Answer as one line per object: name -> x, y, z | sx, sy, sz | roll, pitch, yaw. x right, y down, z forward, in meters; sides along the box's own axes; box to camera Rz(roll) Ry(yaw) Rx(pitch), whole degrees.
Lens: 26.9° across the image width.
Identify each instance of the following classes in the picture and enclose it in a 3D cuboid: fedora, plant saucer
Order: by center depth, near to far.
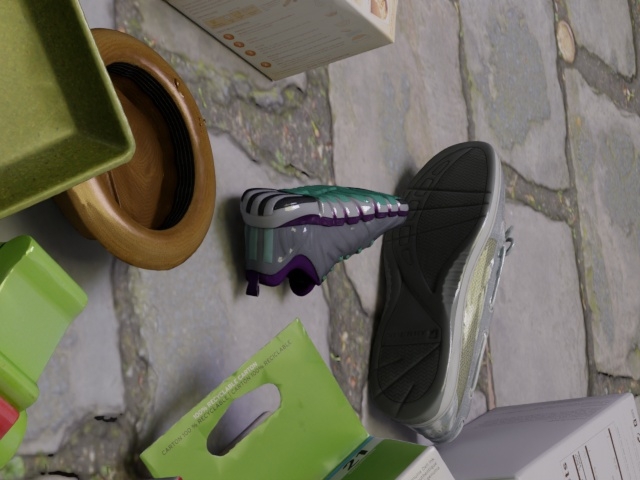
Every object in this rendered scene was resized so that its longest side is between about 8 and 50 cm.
plant saucer -> -0.242, -0.106, 0.885 | 0.188, 0.045, 0.188 | -27, 109, -22
fedora -> -0.162, -0.065, 1.036 | 0.194, 0.079, 0.194 | 29, 52, -45

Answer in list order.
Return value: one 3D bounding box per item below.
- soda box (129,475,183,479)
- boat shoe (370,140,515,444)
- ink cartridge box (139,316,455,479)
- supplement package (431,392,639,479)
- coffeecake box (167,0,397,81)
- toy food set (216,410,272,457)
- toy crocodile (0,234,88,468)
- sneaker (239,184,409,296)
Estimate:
soda box -> -0.098, 0.308, 1.007 | 0.092, 0.083, 0.263 | -48, 119, -48
boat shoe -> 0.133, 0.049, 1.388 | 0.103, 0.118, 0.321 | 41, 53, -48
ink cartridge box -> 0.005, 0.218, 1.067 | 0.189, 0.097, 0.255 | -40, 109, -26
supplement package -> 0.204, 0.282, 1.352 | 0.293, 0.177, 0.175 | -17, 94, -54
coffeecake box -> -0.040, -0.229, 1.198 | 0.185, 0.142, 0.068 | 32, 54, -46
toy food set -> -0.019, 0.264, 1.140 | 0.128, 0.071, 0.218 | -26, 101, -54
toy crocodile -> -0.260, 0.138, 0.753 | 0.340, 0.105, 0.115 | -47, 131, -18
sneaker -> 0.000, 0.000, 1.264 | 0.223, 0.083, 0.098 | -3, 103, -50
